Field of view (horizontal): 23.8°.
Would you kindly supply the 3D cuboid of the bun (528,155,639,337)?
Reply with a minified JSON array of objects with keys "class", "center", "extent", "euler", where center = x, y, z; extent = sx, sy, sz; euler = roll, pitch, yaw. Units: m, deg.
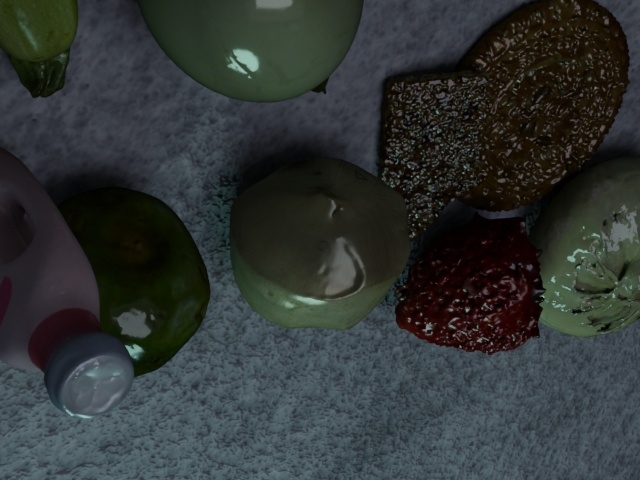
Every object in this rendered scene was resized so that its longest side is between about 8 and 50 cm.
[{"class":"bun","center":[0.408,0.022,2.070],"extent":[0.287,0.146,0.287],"euler":[-25,141,-22]}]

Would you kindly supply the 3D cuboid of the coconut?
[{"class":"coconut","center":[0.000,0.000,1.722],"extent":[0.224,0.224,0.224],"euler":[-20,131,-24]}]

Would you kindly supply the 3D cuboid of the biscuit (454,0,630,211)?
[{"class":"biscuit","center":[0.273,-0.166,1.913],"extent":[0.305,0.038,0.305],"euler":[-20,131,-24]}]

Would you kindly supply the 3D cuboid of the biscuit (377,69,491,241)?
[{"class":"biscuit","center":[0.135,-0.097,1.843],"extent":[0.131,0.026,0.237],"euler":[-4,125,-10]}]

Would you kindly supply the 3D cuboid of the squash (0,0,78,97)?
[{"class":"squash","center":[-0.279,-0.249,1.401],"extent":[0.137,0.137,0.287],"euler":[-37,148,-8]}]

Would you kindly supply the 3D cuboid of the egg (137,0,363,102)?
[{"class":"egg","center":[-0.069,-0.253,1.462],"extent":[0.219,0.219,0.269],"euler":[-37,129,-9]}]

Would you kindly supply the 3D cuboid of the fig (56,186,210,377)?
[{"class":"fig","center":[-0.231,0.080,1.627],"extent":[0.206,0.206,0.275],"euler":[-11,149,-31]}]

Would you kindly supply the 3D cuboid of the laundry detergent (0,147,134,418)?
[{"class":"laundry detergent","center":[-0.277,0.042,1.438],"extent":[0.088,0.335,0.159],"euler":[8,115,-40]}]

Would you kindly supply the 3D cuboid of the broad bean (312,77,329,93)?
[{"class":"broad bean","center":[-0.012,-0.262,1.622],"extent":[0.065,0.046,0.254],"euler":[-23,131,-12]}]

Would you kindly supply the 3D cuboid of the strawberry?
[{"class":"strawberry","center":[0.191,0.067,1.935],"extent":[0.201,0.187,0.184],"euler":[-20,98,-4]}]
